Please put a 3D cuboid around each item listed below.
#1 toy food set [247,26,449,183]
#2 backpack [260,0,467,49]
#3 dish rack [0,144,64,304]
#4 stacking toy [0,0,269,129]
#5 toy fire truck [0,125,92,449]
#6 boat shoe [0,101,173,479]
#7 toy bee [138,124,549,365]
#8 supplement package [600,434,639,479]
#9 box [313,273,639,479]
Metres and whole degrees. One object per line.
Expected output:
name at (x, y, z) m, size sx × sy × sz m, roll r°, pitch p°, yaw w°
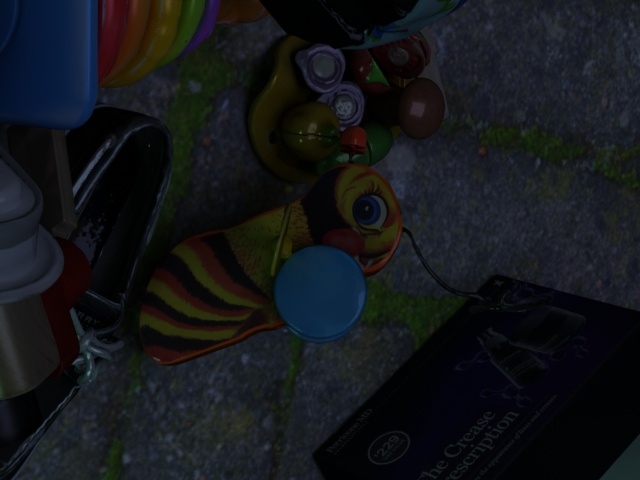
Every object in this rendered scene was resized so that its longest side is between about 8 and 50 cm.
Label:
toy food set at (0.044, -0.120, 1.344) m, size 0.218 × 0.071 × 0.128 m, roll -26°, pitch 116°, yaw -35°
backpack at (0.008, -0.306, 1.080) m, size 0.273 × 0.290 × 0.355 m, roll -20°, pitch 94°, yaw -40°
dish rack at (-0.330, -0.051, 0.885) m, size 0.333 × 0.285 × 0.072 m, roll -11°, pitch 130°, yaw -39°
stacking toy at (-0.130, -0.174, 1.143) m, size 0.302 × 0.175 × 0.165 m, roll -12°, pitch 107°, yaw -51°
toy fire truck at (-0.247, 0.023, 1.059) m, size 0.246 × 0.217 × 0.158 m, roll -48°, pitch 125°, yaw -64°
boat shoe at (-0.186, 0.049, 1.157) m, size 0.113 × 0.105 × 0.306 m, roll 35°, pitch 76°, yaw -40°
toy bee at (0.000, 0.000, 1.268) m, size 0.298 × 0.195 × 0.162 m, roll -7°, pitch 82°, yaw -23°
supplement package at (0.332, 0.225, 1.624) m, size 0.203 × 0.149 × 0.194 m, roll 2°, pitch 99°, yaw -42°
box at (0.154, 0.160, 1.430) m, size 0.261 × 0.184 × 0.103 m, roll -42°, pitch 122°, yaw -27°
